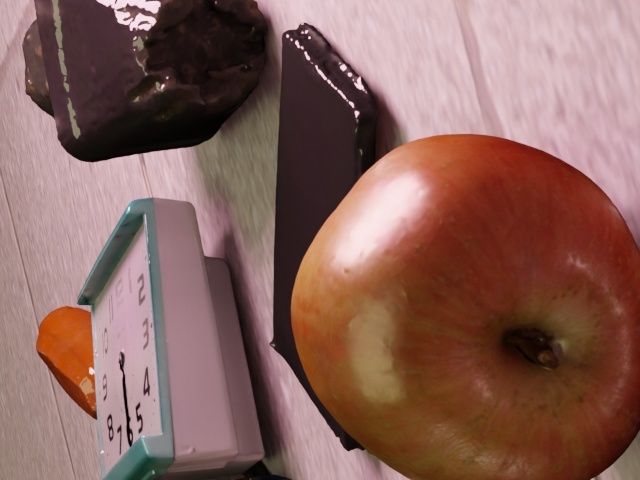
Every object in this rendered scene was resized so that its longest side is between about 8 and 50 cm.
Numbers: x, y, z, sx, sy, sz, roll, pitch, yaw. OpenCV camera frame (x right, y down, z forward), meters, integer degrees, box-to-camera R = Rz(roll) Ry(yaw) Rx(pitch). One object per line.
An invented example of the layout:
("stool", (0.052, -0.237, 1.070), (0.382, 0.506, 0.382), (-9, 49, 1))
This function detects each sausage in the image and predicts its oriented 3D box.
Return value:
("sausage", (-0.250, 0.139, 1.656), (0.179, 0.089, 0.089), (40, 138, 42))

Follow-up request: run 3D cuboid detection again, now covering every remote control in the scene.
("remote control", (-0.060, 0.206, 1.328), (0.091, 0.016, 0.034), (-136, 35, -54))

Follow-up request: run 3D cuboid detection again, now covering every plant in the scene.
("plant", (-0.141, -0.147, 1.192), (0.256, 0.141, 0.164), (7, 108, 54))

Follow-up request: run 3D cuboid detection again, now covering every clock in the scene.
("clock", (-0.137, 0.112, 1.340), (0.262, 0.116, 0.231), (134, 133, -62))

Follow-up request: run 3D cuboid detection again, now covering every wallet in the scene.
("wallet", (0.001, 0.000, 1.067), (0.146, 0.030, 0.285), (-126, 31, -51))

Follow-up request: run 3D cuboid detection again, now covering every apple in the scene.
("apple", (0.070, 0.037, 0.750), (0.199, 0.199, 0.199), (168, 90, -67))

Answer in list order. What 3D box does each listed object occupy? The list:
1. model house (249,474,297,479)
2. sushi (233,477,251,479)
("model house", (0.009, 0.312, 0.973), (0.291, 0.253, 0.184), (17, 132, 46))
("sushi", (-0.063, 0.300, 1.205), (0.287, 0.149, 0.140), (-93, 28, -70))
